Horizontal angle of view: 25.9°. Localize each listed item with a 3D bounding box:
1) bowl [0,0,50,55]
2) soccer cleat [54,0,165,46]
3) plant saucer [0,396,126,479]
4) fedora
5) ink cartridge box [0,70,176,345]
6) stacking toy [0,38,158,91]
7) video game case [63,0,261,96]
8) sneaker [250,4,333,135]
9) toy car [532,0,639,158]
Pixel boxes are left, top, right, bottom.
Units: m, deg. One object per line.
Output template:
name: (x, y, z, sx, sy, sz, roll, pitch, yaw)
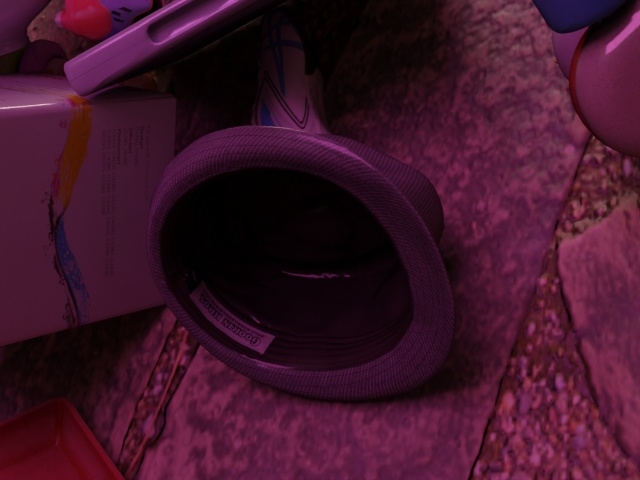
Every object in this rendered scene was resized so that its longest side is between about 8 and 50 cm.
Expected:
bowl: (-0.357, -0.227, 1.289, 0.298, 0.134, 0.298, -15, 14, 4)
soccer cleat: (-0.184, -0.223, 1.345, 0.095, 0.248, 0.083, 1, 94, 6)
plant saucer: (-0.264, 0.264, 1.097, 0.259, 0.047, 0.258, -24, 43, -22)
fedora: (0.000, 0.000, 1.094, 0.275, 0.243, 0.124, -11, 24, 36)
ink cartridge box: (-0.286, -0.034, 1.188, 0.198, 0.270, 0.197, 13, 106, 37)
stacking toy: (-0.310, -0.148, 1.426, 0.302, 0.165, 0.175, 1, 65, 15)
video game case: (-0.050, -0.227, 1.242, 0.300, 0.036, 0.329, -27, 8, 13)
sneaker: (-0.033, -0.125, 1.260, 0.086, 0.085, 0.237, -19, 49, 8)
toy car: (0.264, -0.169, 1.071, 0.210, 0.219, 0.238, -37, 19, 3)
